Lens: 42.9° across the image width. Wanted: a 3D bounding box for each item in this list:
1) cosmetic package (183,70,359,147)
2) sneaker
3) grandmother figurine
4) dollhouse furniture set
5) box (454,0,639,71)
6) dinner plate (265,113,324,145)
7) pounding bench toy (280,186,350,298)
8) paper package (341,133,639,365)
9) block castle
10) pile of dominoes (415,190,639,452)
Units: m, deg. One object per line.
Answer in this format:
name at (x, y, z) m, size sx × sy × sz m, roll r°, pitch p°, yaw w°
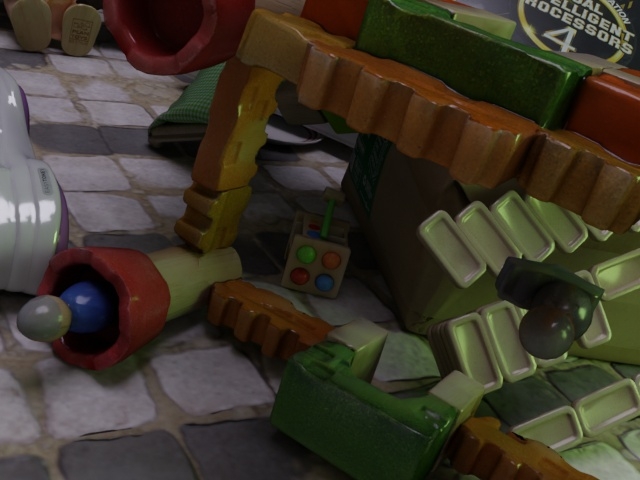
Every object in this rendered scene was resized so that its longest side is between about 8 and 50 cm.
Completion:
cosmetic package at (0.060, -0.375, 1.135) m, size 0.328 × 0.393 × 0.329 m, roll 26°, pitch 23°, yaw 18°
sneaker at (-0.305, -0.067, 0.649) m, size 0.152 × 0.114 × 0.305 m, roll -1°, pitch 30°, yaw -33°
grandmother figurine at (-0.431, -0.381, 1.224) m, size 0.208 × 0.104 × 0.342 m, roll 7°, pitch 28°, yaw -40°
dollhouse furniture set at (-0.060, -0.216, 0.856) m, size 0.302 × 0.151 × 0.197 m, roll 3°, pitch 41°, yaw 38°
box at (0.102, -0.261, 0.689) m, size 0.395 × 0.097 × 0.318 m, roll 27°, pitch 55°, yaw 4°
dinner plate at (-0.064, -0.151, 1.070) m, size 0.141 × 0.017 × 0.141 m, roll 14°, pitch 26°, yaw -7°
pounding bench toy at (0.000, 0.000, 0.730) m, size 0.052 × 0.083 × 0.065 m, roll 14°, pitch 25°, yaw -6°
paper package at (0.202, -0.039, 0.834) m, size 0.310 × 0.168 × 0.324 m, roll 9°, pitch 27°, yaw -15°
block castle at (0.048, 0.023, 0.471) m, size 0.453 × 0.302 × 0.213 m, roll 28°, pitch 22°, yaw 23°
pile of dominoes at (0.202, 0.046, 0.642) m, size 0.251 × 0.195 × 0.040 m, roll -17°, pitch -6°, yaw -20°
